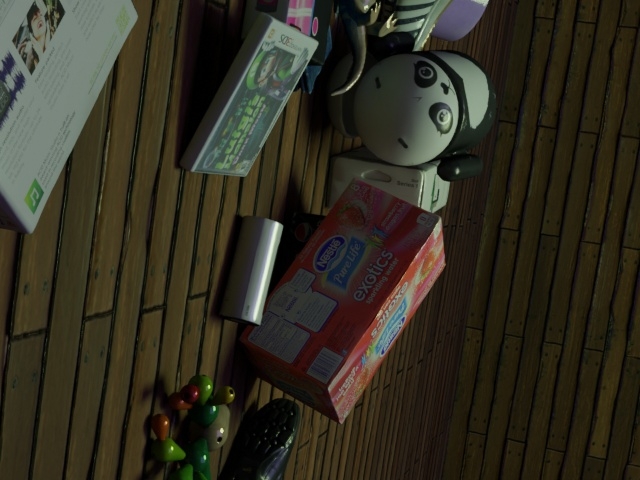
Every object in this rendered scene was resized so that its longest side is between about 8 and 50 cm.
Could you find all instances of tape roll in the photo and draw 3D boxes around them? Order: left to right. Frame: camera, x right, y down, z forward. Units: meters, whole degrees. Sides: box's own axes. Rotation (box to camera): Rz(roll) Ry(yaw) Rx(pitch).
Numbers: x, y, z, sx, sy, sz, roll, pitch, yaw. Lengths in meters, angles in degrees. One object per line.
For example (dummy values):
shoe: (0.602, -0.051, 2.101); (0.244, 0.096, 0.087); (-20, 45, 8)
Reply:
tape roll: (0.219, -0.450, 1.925); (0.189, 0.080, 0.188); (-32, -127, 56)

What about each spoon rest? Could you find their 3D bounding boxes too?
spoon rest: (0.076, -0.233, 1.753); (0.276, 0.084, 0.137); (-23, 121, -72)

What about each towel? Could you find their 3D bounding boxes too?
towel: (-0.012, -0.262, 1.533); (0.067, 0.029, 0.119); (83, 23, -43)

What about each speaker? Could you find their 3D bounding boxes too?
speaker: (-0.088, 0.038, 1.406); (0.055, 0.055, 0.136); (46, 55, -70)

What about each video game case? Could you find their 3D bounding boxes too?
video game case: (-0.078, -0.161, 1.265); (0.190, 0.022, 0.173); (-60, 166, 10)

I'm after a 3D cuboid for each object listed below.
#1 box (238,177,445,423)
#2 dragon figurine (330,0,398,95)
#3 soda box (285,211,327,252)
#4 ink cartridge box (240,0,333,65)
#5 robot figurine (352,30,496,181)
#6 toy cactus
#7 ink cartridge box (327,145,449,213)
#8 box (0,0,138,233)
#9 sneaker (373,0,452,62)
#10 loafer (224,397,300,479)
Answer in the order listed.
box: (0.037, 0.083, 1.557); (0.300, 0.154, 0.142); (-55, 157, -21)
dragon figurine: (0.037, -0.346, 1.513); (0.085, 0.144, 0.289); (1, 108, -59)
soda box: (0.000, 0.000, 1.685); (0.169, 0.053, 0.060); (30, 72, -72)
ink cartridge box: (-0.019, -0.414, 1.369); (0.176, 0.069, 0.370); (-3, 100, -73)
robot figurine: (0.166, -0.206, 1.680); (0.278, 0.209, 0.173); (-19, 131, -58)
toy cactus: (-0.136, 0.245, 1.317); (0.180, 0.112, 0.218); (-64, 151, -70)
ink cartridge box: (0.118, -0.098, 1.840); (0.219, 0.160, 0.092); (-29, 127, -69)
box: (-0.237, -0.186, 0.769); (0.322, 0.059, 0.232); (76, 29, -57)
sneaker: (0.125, -0.403, 1.810); (0.282, 0.153, 0.099); (-53, -150, 33)
loafer: (-0.090, 0.322, 1.546); (0.078, 0.076, 0.223); (88, 24, -51)
